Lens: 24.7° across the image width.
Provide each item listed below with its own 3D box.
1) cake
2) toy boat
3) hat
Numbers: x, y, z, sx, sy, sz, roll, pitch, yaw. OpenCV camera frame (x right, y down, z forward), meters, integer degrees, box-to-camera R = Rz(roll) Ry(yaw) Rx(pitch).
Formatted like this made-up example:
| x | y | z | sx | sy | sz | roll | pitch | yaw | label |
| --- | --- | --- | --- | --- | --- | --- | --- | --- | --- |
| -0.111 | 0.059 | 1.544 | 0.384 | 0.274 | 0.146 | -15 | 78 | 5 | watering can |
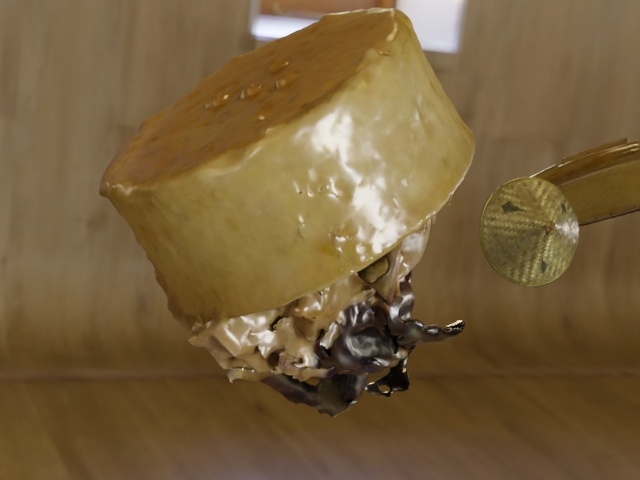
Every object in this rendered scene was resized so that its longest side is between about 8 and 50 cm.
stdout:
| x | y | z | sx | sy | sz | roll | pitch | yaw | label |
| --- | --- | --- | --- | --- | --- | --- | --- | --- | --- |
| 0.006 | -0.005 | 1.328 | 0.332 | 0.321 | 0.332 | -25 | 22 | 11 | cake |
| 0.395 | -0.087 | 2.078 | 0.321 | 0.089 | 0.121 | -18 | 22 | 14 | toy boat |
| 0.284 | -0.013 | 1.883 | 0.146 | 0.146 | 0.067 | 2 | -5 | -20 | hat |
